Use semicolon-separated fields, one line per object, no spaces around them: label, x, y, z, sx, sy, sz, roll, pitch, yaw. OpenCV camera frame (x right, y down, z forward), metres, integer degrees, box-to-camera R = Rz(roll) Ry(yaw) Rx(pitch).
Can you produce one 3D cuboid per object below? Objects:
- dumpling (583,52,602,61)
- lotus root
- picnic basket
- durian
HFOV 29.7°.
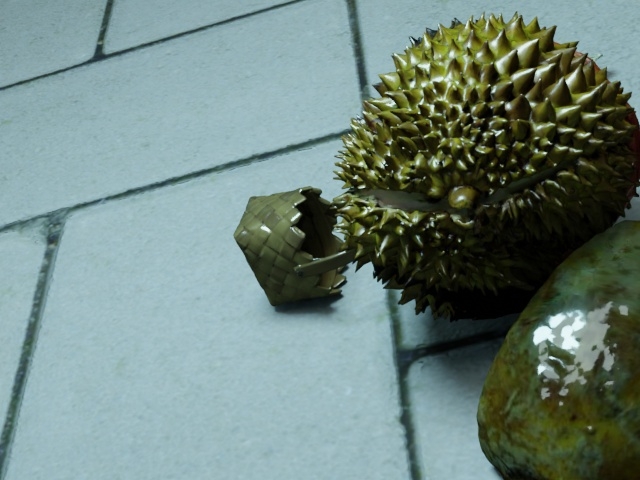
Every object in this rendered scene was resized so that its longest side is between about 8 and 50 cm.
dumpling;0.361;-0.237;1.704;0.043;0.077;0.059;28;8;4
lotus root;0.301;0.112;1.187;0.210;0.142;0.314;15;50;38
picnic basket;0.000;0.000;1.487;0.178;0.137;0.128;-15;35;19
durian;0.182;-0.081;1.341;0.348;0.347;0.384;-10;11;15
